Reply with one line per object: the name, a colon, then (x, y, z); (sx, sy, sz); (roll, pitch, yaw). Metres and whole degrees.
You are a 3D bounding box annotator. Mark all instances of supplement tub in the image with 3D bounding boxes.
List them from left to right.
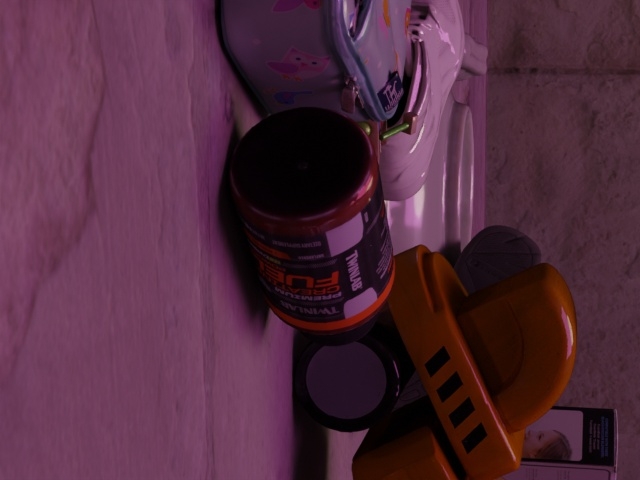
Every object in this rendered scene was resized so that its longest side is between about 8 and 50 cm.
supplement tub: (0.000, 0.000, 1.032); (0.198, 0.106, 0.106); (75, 20, -54)

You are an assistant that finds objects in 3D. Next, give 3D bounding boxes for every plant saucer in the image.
plant saucer: (0.134, -0.063, 1.751); (0.400, 0.101, 0.400); (3, 90, -79)

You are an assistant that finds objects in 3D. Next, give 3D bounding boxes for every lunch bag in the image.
lunch bag: (0.007, -0.227, 1.023); (0.224, 0.108, 0.279); (60, 33, -71)

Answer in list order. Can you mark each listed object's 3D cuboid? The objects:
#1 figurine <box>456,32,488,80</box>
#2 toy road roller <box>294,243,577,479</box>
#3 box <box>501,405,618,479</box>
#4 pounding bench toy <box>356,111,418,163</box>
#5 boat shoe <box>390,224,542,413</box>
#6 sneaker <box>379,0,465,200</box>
figurine: (0.179, -0.338, 2.020); (0.209, 0.092, 0.214); (17, 75, -71)
toy road roller: (0.144, 0.160, 1.277); (0.329, 0.241, 0.202); (64, 14, -2)
box: (0.215, 0.280, 1.726); (0.169, 0.290, 0.087); (79, 17, -46)
pounding bench toy: (0.047, -0.103, 1.323); (0.065, 0.083, 0.052); (-70, 159, -61)
boat shoe: (0.148, 0.111, 1.626); (0.320, 0.118, 0.103); (-49, 163, -35)
sneaker: (0.095, -0.207, 1.496); (0.169, 0.108, 0.292); (76, 20, -65)
